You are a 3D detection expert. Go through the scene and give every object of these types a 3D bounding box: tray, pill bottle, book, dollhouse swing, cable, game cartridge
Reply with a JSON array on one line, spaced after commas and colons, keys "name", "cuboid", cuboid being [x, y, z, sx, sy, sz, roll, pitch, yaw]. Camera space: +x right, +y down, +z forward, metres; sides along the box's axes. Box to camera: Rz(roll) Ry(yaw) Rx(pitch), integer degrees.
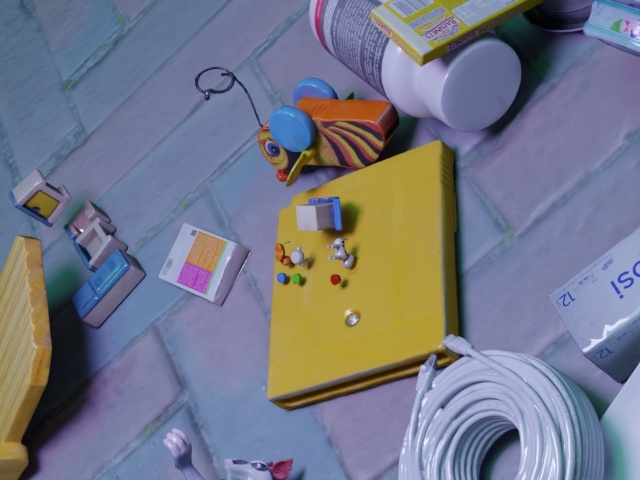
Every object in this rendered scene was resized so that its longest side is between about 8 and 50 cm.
[{"name": "tray", "cuboid": [0.380, 0.178, 1.349, 0.270, 0.030, 0.145, -60, 39, 17]}, {"name": "pill bottle", "cuboid": [0.131, -0.275, 1.779, 0.176, 0.176, 0.318, -50, 43, 5]}, {"name": "book", "cuboid": [-0.181, 0.035, 1.966, 0.144, 0.035, 0.096, 21, 83, 46]}, {"name": "dollhouse swing", "cuboid": [-0.588, 0.183, 2.011, 0.305, 0.315, 0.346, 104, 158, -47]}, {"name": "cable", "cuboid": [0.196, 0.251, 1.449, 0.257, 0.089, 0.257, 13, 81, 51]}, {"name": "game cartridge", "cuboid": [0.057, 0.047, 1.744, 0.285, 0.053, 0.323, -19, 51, 31]}]

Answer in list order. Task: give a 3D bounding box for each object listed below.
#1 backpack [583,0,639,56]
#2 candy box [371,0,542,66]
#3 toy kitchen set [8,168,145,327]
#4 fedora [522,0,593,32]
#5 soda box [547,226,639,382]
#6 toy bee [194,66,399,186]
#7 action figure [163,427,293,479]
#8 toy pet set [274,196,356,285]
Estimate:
[{"name": "backpack", "cuboid": [0.410, -0.304, 1.504, 0.225, 0.254, 0.191, 33, 108, 46]}, {"name": "candy box", "cuboid": [0.176, -0.300, 1.651, 0.206, 0.027, 0.105, -30, 60, -22]}, {"name": "toy kitchen set", "cuboid": [-0.412, 0.010, 2.081, 0.122, 0.166, 0.207, -48, 43, 7]}, {"name": "fedora", "cuboid": [0.351, -0.412, 1.703, 0.275, 0.124, 0.243, -44, 48, 14]}, {"name": "soda box", "cuboid": [0.401, 0.027, 1.422, 0.286, 0.091, 0.098, -40, 44, 15]}, {"name": "toy bee", "cuboid": [-0.020, -0.157, 1.882, 0.195, 0.162, 0.298, -34, 47, -26]}, {"name": "action figure", "cuboid": [-0.142, 0.411, 1.587, 0.276, 0.248, 0.370, 39, 65, 15]}, {"name": "toy pet set", "cuboid": [0.000, 0.000, 1.761, 0.122, 0.065, 0.114, 2, 100, 46]}]
